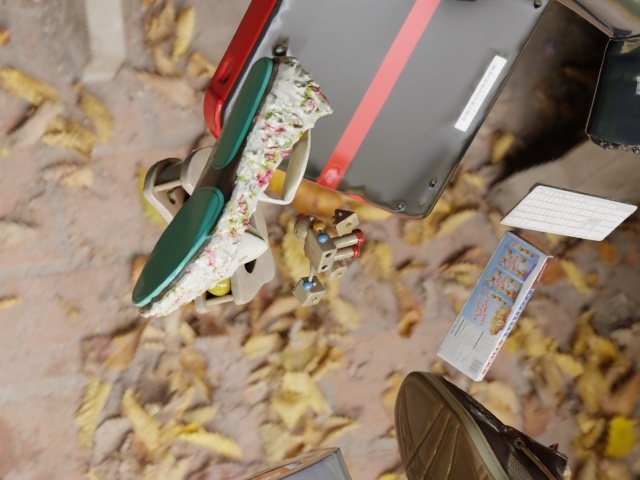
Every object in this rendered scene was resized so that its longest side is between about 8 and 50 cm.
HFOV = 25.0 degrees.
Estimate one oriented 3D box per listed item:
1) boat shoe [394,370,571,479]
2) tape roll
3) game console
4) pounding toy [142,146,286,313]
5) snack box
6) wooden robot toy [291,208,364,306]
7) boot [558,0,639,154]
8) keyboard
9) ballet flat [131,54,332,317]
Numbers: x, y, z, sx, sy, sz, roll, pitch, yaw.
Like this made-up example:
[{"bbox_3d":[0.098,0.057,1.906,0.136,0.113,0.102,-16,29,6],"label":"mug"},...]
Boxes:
[{"bbox_3d":[0.200,0.259,1.464,0.123,0.123,0.342,-6,38,-35],"label":"boat shoe"},{"bbox_3d":[-0.064,0.343,1.890,0.219,0.219,0.072,-21,88,-33],"label":"tape roll"},{"bbox_3d":[0.074,-0.233,1.734,0.342,0.386,0.060,19,21,-29],"label":"game console"},{"bbox_3d":[-0.122,-0.050,1.896,0.154,0.155,0.269,-10,87,-58],"label":"pounding toy"},{"bbox_3d":[0.211,0.079,1.755,0.064,0.178,0.022,34,13,26],"label":"snack box"},{"bbox_3d":[0.000,0.000,1.800,0.076,0.173,0.079,-19,58,-29],"label":"wooden robot toy"},{"bbox_3d":[0.312,-0.199,1.535,0.246,0.207,0.094,8,21,-8],"label":"boot"},{"bbox_3d":[0.327,-0.034,1.883,0.256,0.072,0.014,8,38,-49],"label":"keyboard"},{"bbox_3d":[-0.062,-0.034,1.155,0.077,0.091,0.241,30,86,-25],"label":"ballet flat"}]
